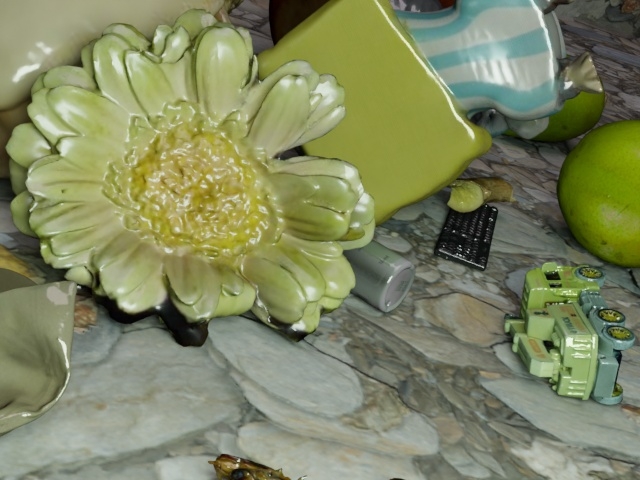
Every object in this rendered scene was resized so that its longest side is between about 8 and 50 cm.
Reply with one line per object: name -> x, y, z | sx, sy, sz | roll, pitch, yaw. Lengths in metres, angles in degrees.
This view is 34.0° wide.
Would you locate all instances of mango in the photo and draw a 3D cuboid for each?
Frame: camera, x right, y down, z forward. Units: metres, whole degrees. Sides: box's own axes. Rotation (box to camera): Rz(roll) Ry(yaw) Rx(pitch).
mango -> 0.335, -0.238, 1.723 | 0.293, 0.143, 0.175 | -1, 27, -19

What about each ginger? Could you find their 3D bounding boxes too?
ginger -> 0.195, -0.059, 1.300 | 0.137, 0.057, 0.044 | -10, 81, -55

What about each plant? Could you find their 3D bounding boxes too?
plant -> -0.135, -0.030, 0.912 | 0.261, 0.297, 0.306 | -46, 109, -40

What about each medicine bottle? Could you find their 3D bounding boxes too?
medicine bottle -> 0.000, 0.000, 1.037 | 0.199, 0.057, 0.057 | 31, 26, 28

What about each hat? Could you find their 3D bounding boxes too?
hat -> -0.263, 0.073, 0.696 | 0.166, 0.144, 0.173 | 3, -16, -29

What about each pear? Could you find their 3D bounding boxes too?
pear -> 0.401, -0.052, 1.286 | 0.187, 0.187, 0.219 | -3, 29, -40

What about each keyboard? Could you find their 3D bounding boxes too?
keyboard -> 0.178, -0.013, 1.253 | 0.061, 0.013, 0.204 | 20, 23, 6

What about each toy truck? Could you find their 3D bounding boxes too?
toy truck -> 0.232, 0.086, 1.002 | 0.100, 0.077, 0.169 | 3, 28, -2

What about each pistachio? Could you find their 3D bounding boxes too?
pistachio -> -0.270, -0.241, 1.077 | 0.365, 0.281, 0.445 | 19, 50, 16

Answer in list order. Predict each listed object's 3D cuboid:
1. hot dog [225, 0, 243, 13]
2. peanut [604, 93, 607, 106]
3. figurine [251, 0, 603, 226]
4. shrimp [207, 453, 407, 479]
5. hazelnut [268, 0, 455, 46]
hot dog -> -0.294, -0.342, 1.426 | 0.367, 0.196, 0.365 | 10, 24, -1
peanut -> 0.430, -0.278, 1.944 | 0.206, 0.087, 0.087 | 17, 23, 2
figurine -> 0.147, -0.212, 1.264 | 0.361, 0.266, 0.378 | -16, 12, 20
shrimp -> 0.019, 0.176, 0.694 | 0.178, 0.034, 0.124 | 28, 22, 17
hazelnut -> 0.094, -0.382, 1.607 | 0.366, 0.366, 0.366 | 16, 23, -7
